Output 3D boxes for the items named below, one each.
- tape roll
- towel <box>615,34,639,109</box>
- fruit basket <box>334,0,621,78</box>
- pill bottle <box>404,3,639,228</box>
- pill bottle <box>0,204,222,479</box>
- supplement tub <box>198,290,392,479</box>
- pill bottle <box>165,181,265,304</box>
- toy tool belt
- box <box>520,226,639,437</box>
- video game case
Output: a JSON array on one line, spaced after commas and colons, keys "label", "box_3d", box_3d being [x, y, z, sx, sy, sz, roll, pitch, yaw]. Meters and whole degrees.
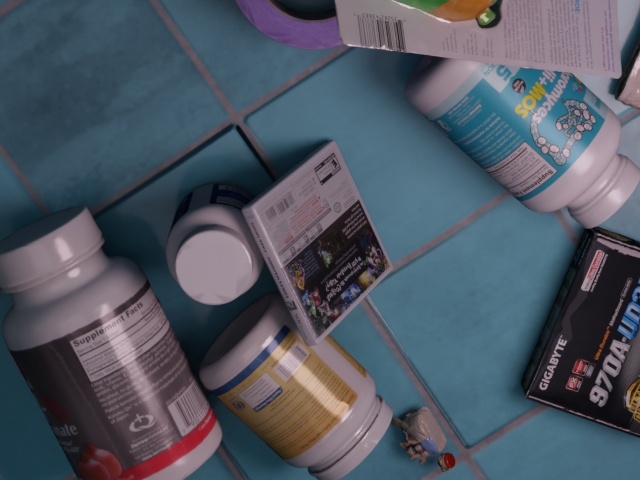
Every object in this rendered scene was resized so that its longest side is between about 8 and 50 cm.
[{"label": "tape roll", "box_3d": [-0.009, -0.309, 1.688, 0.189, 0.080, 0.189, 0, 104, -2]}, {"label": "towel", "box_3d": [0.474, -0.254, 1.727, 0.187, 0.049, 0.282, 21, 103, -6]}, {"label": "fruit basket", "box_3d": [0.157, -0.337, 1.588, 0.353, 0.165, 0.327, 3, 79, -34]}, {"label": "pill bottle", "box_3d": [0.233, -0.132, 1.704, 0.264, 0.146, 0.146, 40, 100, -11]}, {"label": "pill bottle", "box_3d": [-0.254, 0.128, 1.747, 0.176, 0.176, 0.318, -24, 103, 5]}, {"label": "supplement tub", "box_3d": [-0.027, 0.172, 1.779, 0.144, 0.144, 0.199, -43, 101, 9]}, {"label": "pill bottle", "box_3d": [-0.116, 0.006, 1.712, 0.112, 0.187, 0.112, 0, 105, 0]}, {"label": "toy tool belt", "box_3d": [0.124, 0.245, 1.855, 0.051, 0.052, 0.083, -22, 103, 37]}, {"label": "box", "box_3d": [0.360, 0.111, 1.817, 0.175, 0.051, 0.220, 20, 104, -6]}, {"label": "video game case", "box_3d": [0.000, 0.000, 1.723, 0.022, 0.190, 0.173, -15, 107, 37]}]
